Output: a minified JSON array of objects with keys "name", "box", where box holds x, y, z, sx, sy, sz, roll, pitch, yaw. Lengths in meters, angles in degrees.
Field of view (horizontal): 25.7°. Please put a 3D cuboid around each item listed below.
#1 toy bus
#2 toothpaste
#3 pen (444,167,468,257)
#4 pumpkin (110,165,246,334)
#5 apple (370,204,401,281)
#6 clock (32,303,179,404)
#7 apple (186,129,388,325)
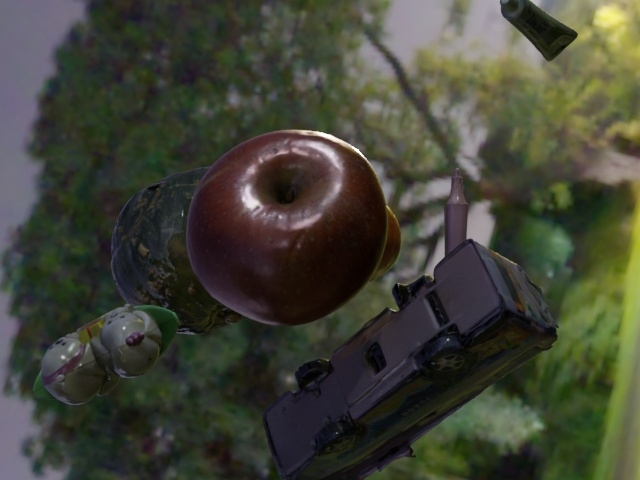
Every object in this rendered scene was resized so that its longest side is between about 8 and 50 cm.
[{"name":"toy bus","box":[0.088,0.138,1.440,0.317,0.138,0.112,-40,48,26]},{"name":"toothpaste","box":[0.244,-0.244,1.588,0.048,0.029,0.197,-43,-26,16]},{"name":"pen","box":[0.189,-0.003,1.965,0.053,0.032,0.197,72,-161,-88]},{"name":"pumpkin","box":[-0.186,0.013,2.338,0.291,0.328,0.257,111,147,-69]},{"name":"apple","box":[0.000,0.000,2.087,0.235,0.173,0.210,-18,-11,-42]},{"name":"clock","box":[-0.302,0.159,1.966,0.231,0.103,0.144,-30,-2,7]},{"name":"apple","box":[-0.033,-0.008,1.389,0.162,0.201,0.201,83,-156,-55]}]
